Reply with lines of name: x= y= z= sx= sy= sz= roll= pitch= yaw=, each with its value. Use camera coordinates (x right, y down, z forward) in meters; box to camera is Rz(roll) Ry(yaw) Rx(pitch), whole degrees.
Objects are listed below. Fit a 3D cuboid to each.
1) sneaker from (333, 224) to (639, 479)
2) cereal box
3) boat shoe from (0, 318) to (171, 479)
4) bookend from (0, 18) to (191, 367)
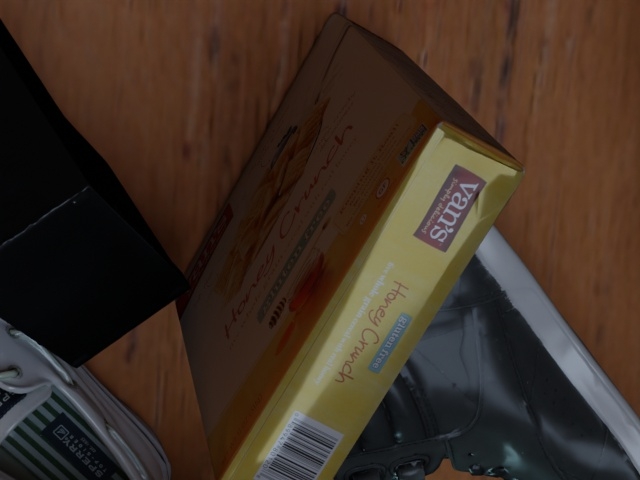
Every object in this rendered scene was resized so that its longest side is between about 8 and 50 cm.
sneaker: x=0.086 y=0.104 z=0.931 sx=0.147 sy=0.104 sz=0.296 roll=-38 pitch=108 yaw=4
cereal box: x=0.000 y=0.000 z=0.792 sx=0.047 sy=0.240 sz=0.173 roll=28 pitch=100 yaw=-17
boat shoe: x=-0.156 y=0.072 z=0.868 sx=0.226 sy=0.076 sz=0.083 roll=37 pitch=97 yaw=-23
bookend: x=-0.148 y=-0.039 z=0.822 sx=0.072 sy=0.156 sz=0.157 roll=-35 pitch=70 yaw=0
